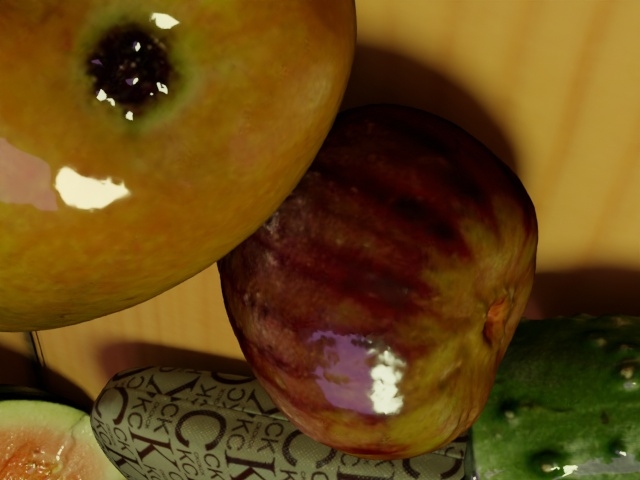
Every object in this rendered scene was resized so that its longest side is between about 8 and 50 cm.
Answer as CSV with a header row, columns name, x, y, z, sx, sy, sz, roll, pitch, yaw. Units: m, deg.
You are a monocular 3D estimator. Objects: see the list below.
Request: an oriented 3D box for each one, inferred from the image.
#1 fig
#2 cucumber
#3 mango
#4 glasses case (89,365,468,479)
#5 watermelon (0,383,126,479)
name,x,y,z,sx,sy,sz,roll,pitch,yaw
fig,0.017,-0.001,0.561,0.149,0.148,0.202,-40,80,15
cucumber,0.197,0.091,0.574,0.244,0.134,0.134,-11,130,34
mango,-0.112,-0.059,0.521,0.173,0.211,0.317,40,155,-17
glasses case,-0.002,0.164,0.826,0.355,0.085,0.137,9,142,27
watermelon,-0.263,0.158,0.979,0.193,0.137,0.145,-5,120,16
